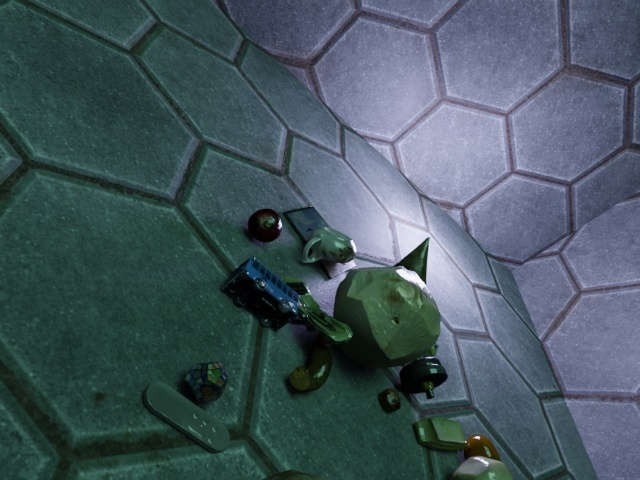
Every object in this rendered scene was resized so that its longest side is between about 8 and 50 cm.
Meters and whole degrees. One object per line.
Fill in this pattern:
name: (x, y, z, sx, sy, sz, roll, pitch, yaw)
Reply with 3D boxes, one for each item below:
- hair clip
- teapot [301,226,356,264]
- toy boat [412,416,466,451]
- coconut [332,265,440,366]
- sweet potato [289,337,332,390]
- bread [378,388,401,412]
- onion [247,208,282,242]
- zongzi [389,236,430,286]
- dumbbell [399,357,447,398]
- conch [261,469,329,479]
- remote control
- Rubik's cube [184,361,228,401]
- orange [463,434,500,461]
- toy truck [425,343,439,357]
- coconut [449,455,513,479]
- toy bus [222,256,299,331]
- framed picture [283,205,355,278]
hair clip: (-0.033, 0.255, 1.785, 0.138, 0.091, 0.321, -1, 35, -46)
teapot: (0.037, 0.031, 2.126, 0.298, 0.139, 0.204, 10, 20, -47)
toy boat: (0.468, 0.733, 1.972, 0.276, 0.084, 0.111, 27, 33, -35)
coconut: (0.234, 0.273, 1.884, 0.415, 0.415, 0.344, -74, 152, -58)
sweet potato: (-0.015, 0.392, 1.671, 0.112, 0.085, 0.286, 43, 27, -4)
bread: (0.255, 0.575, 1.881, 0.085, 0.053, 0.085, 36, 30, -25)
onion: (-0.203, -0.054, 1.917, 0.131, 0.131, 0.131, 36, 30, -25)
zongzi: (0.481, 0.186, 2.442, 0.289, 0.317, 0.154, 48, 1, -6)
dumbbell: (0.368, 0.444, 2.075, 0.185, 0.185, 0.388, 24, 37, -41)
conch: (-0.038, 0.649, 1.232, 0.324, 0.186, 0.263, 37, 12, -26)
remote control: (-0.317, 0.423, 1.246, 0.245, 0.022, 0.077, 42, 26, -16)
Rubik's cube: (-0.285, 0.352, 1.304, 0.093, 0.111, 0.111, 62, 10, -50)
orange: (0.624, 0.839, 2.032, 0.156, 0.124, 0.156, 50, 13, -15)
toy truck: (0.500, 0.473, 2.353, 0.076, 0.077, 0.111, 39, 29, -20)
coconut: (0.569, 0.863, 1.836, 0.224, 0.224, 0.224, 36, 30, -25)
toy bus: (-0.186, 0.166, 1.669, 0.234, 0.116, 0.133, 42, 27, -19)
framed picture: (0.000, 0.000, 2.267, 0.347, 0.016, 0.265, 54, 28, 10)
